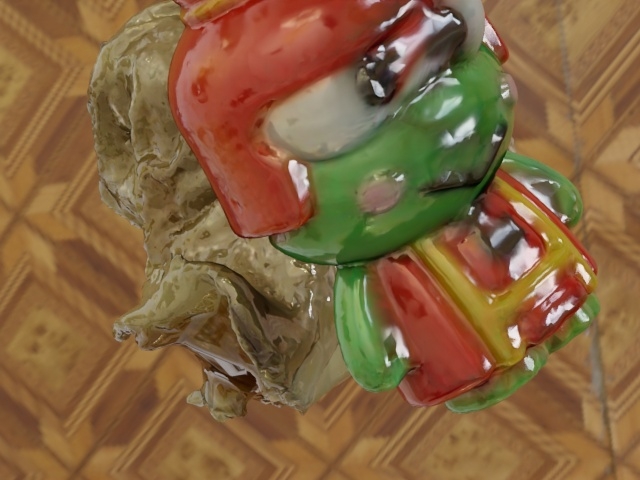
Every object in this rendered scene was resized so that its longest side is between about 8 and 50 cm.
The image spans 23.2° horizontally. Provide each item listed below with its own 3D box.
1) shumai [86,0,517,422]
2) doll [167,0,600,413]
[{"bbox_3d":[0.000,0.000,1.036,0.314,0.262,0.267,7,137,-17],"label":"shumai"},{"bbox_3d":[0.013,-0.078,0.833,0.363,0.182,0.160,59,155,-16],"label":"doll"}]
